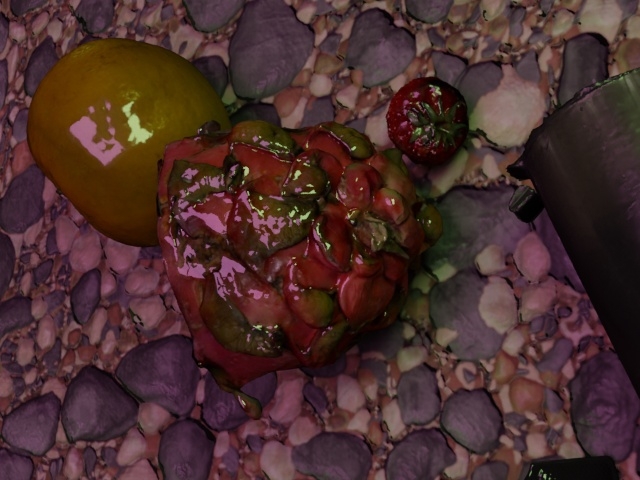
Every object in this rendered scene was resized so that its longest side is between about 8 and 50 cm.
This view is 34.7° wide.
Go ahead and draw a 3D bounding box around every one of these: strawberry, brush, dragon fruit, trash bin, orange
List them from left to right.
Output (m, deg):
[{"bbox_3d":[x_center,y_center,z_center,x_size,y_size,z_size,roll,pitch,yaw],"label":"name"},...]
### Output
[{"bbox_3d":[-0.235,-0.125,1.306,0.235,0.279,0.279,-41,58,-8],"label":"orange"},{"bbox_3d":[0.000,0.000,1.122,0.263,0.296,0.314,-14,100,18],"label":"dragon fruit"},{"bbox_3d":[0.116,-0.133,1.154,0.106,0.106,0.106,-6,80,35],"label":"strawberry"},{"bbox_3d":[0.204,0.248,0.997,0.016,0.194,0.062,127,139,-73],"label":"brush"},{"bbox_3d":[0.331,0.009,0.911,0.252,0.203,0.301,-28,66,14],"label":"trash bin"}]
